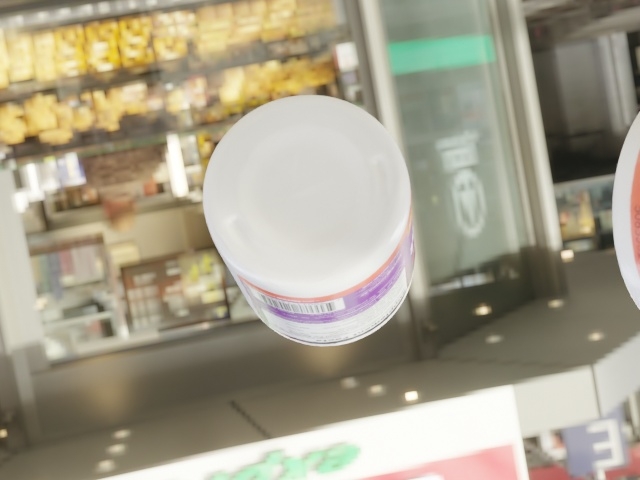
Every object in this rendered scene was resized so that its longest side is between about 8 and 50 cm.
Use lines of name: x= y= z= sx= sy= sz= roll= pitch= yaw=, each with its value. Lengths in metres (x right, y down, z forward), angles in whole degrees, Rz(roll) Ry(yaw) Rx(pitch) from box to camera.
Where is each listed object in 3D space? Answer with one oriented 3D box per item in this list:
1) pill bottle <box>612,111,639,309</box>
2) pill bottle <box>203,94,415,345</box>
pill bottle: x=0.238 y=-0.011 z=0.539 sx=0.124 sy=0.124 sz=0.221 roll=-14 pitch=-170 yaw=-38
pill bottle: x=0.000 y=0.000 z=0.782 sx=0.108 sy=0.108 sz=0.193 roll=-10 pitch=164 yaw=2
